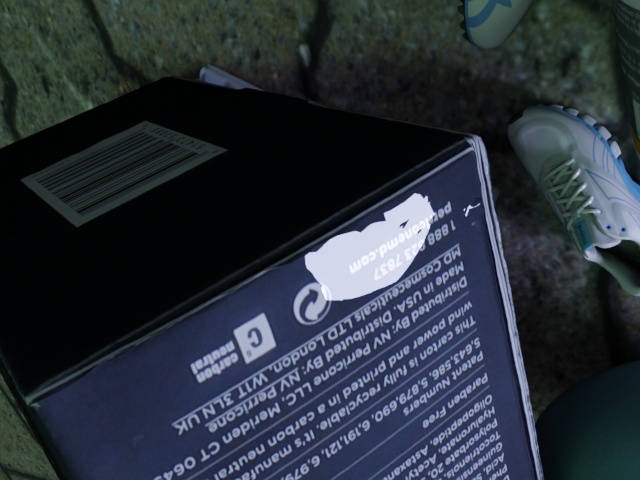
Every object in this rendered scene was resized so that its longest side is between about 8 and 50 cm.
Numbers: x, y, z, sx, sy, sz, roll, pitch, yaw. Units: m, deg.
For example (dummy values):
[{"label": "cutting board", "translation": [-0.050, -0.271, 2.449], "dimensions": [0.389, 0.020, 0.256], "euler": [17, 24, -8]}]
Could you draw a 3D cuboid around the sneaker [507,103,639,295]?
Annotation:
[{"label": "sneaker", "translation": [0.225, -0.032, 0.627], "dimensions": [0.191, 0.083, 0.071], "euler": [45, 138, -2]}]

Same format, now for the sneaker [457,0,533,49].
[{"label": "sneaker", "translation": [0.163, -0.227, 0.513], "dimensions": [0.086, 0.085, 0.237], "euler": [34, 137, 14]}]

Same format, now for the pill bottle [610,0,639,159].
[{"label": "pill bottle", "translation": [0.244, -0.165, 0.418], "dimensions": [0.162, 0.162, 0.278], "euler": [2, 135, 33]}]

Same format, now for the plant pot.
[{"label": "plant pot", "translation": [0.299, 0.223, 0.667], "dimensions": [0.195, 0.290, 0.290], "euler": [13, 134, 57]}]

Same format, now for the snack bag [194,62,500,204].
[{"label": "snack bag", "translation": [0.000, 0.000, 0.839], "dimensions": [0.343, 0.037, 0.323], "euler": [25, 133, 20]}]

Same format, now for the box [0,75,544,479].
[{"label": "box", "translation": [-0.081, 0.143, 0.661], "dimensions": [0.480, 0.297, 0.471], "euler": [24, 139, 53]}]
